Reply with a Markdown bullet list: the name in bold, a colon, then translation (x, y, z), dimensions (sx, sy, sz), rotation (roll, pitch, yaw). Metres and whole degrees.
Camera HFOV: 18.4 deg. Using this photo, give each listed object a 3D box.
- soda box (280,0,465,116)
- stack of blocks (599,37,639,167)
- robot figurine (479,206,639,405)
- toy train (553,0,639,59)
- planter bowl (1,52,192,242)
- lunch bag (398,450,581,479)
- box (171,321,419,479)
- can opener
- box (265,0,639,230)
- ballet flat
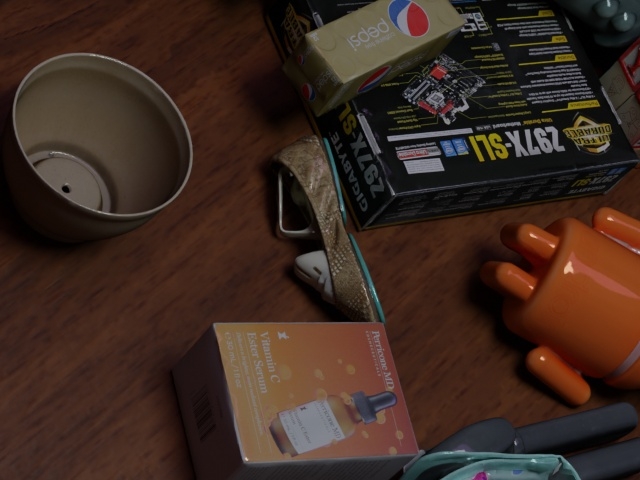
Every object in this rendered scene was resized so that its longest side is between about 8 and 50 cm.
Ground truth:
- **soda box**: translation (0.050, -0.184, 1.863), dimensions (0.181, 0.058, 0.061), rotation (-29, 77, -40)
- **stack of blocks**: translation (0.444, -0.163, 2.108), dimensions (0.297, 0.171, 0.087), rotation (-6, 64, -34)
- **robot figurine**: translation (0.260, 0.063, 1.883), dimensions (0.219, 0.128, 0.158), rotation (29, 47, -10)
- **toy train**: translation (0.289, -0.309, 2.058), dimensions (0.334, 0.142, 0.190), rotation (27, 47, -49)
- **planter bowl**: translation (-0.205, -0.065, 1.698), dimensions (0.162, 0.109, 0.162), rotation (16, 54, -23)
- **lunch bag**: translation (0.080, 0.285, 1.562), dimensions (0.160, 0.223, 0.262), rotation (44, 48, 9)
- **box**: translation (-0.022, 0.145, 1.682), dimensions (0.170, 0.091, 0.130), rotation (0, 60, -30)
- **can opener**: translation (0.197, 0.193, 1.778), dimensions (0.283, 0.095, 0.076), rotation (-10, 67, -35)
- **box**: translation (0.134, -0.153, 1.980), dimensions (0.322, 0.079, 0.257), rotation (-9, 67, -34)
- **ballet flat**: translation (0.000, 0.000, 1.819), dimensions (0.067, 0.073, 0.206), rotation (-15, 63, -7)
